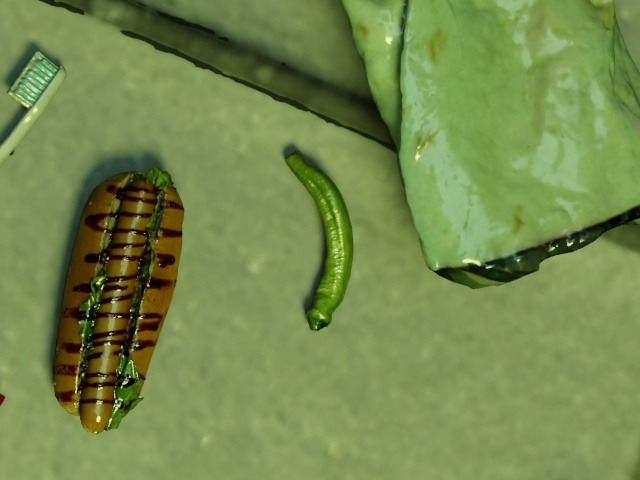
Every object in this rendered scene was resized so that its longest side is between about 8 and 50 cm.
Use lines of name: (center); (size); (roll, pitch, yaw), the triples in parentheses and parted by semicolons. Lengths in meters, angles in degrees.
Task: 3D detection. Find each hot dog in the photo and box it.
hot dog: (-0.090, 0.025, 0.807); (0.049, 0.037, 0.122); (10, 83, -8)

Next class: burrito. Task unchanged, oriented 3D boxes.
burrito: (0.070, -0.099, 0.825); (0.144, 0.089, 0.229); (-20, 91, -26)

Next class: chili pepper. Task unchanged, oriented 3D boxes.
chili pepper: (0.000, 0.000, 0.837); (0.030, 0.017, 0.083); (-1, 87, -10)

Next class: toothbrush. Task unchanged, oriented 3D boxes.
toothbrush: (-0.179, -0.001, 0.800); (0.022, 0.017, 0.204); (41, 79, -17)

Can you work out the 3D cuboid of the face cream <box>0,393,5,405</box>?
face cream: (-0.165, 0.100, 0.794); (0.040, 0.021, 0.083); (32, 80, -9)
